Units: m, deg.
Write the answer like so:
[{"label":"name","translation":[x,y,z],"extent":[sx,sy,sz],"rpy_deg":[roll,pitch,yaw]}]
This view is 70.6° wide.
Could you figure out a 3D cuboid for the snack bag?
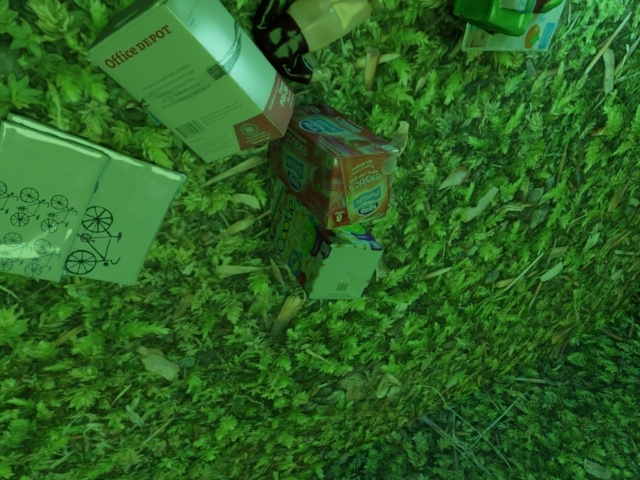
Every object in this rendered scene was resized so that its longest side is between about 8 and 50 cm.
[{"label":"snack bag","translation":[-0.488,-0.047,0.919],"extent":[0.343,0.037,0.323],"rpy_deg":[18,111,-37]}]

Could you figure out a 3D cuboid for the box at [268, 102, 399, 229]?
[{"label":"box","translation":[0.011,-0.167,0.943],"extent":[0.142,0.300,0.154],"rpy_deg":[-12,128,-25]}]

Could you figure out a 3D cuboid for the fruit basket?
[{"label":"fruit basket","translation":[0.478,-0.590,1.010],"extent":[0.353,0.165,0.326],"rpy_deg":[-10,126,-28]}]

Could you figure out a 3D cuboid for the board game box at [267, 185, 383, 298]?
[{"label":"board game box","translation":[0.000,0.000,1.069],"extent":[0.145,0.275,0.142],"rpy_deg":[5,118,-32]}]

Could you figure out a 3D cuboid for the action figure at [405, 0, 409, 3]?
[{"label":"action figure","translation":[0.080,-0.506,0.582],"extent":[0.248,0.275,0.370],"rpy_deg":[-26,105,13]}]

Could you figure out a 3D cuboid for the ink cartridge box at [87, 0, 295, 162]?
[{"label":"ink cartridge box","translation":[-0.211,-0.286,0.789],"extent":[0.207,0.117,0.283],"rpy_deg":[-9,144,34]}]

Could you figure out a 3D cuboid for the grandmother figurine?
[{"label":"grandmother figurine","translation":[-0.046,-0.404,0.889],"extent":[0.343,0.104,0.207],"rpy_deg":[-32,106,-3]}]

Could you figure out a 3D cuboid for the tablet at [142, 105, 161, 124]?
[{"label":"tablet","translation":[-0.320,-0.271,0.879],"extent":[0.054,0.006,0.083],"rpy_deg":[-33,131,-5]}]
